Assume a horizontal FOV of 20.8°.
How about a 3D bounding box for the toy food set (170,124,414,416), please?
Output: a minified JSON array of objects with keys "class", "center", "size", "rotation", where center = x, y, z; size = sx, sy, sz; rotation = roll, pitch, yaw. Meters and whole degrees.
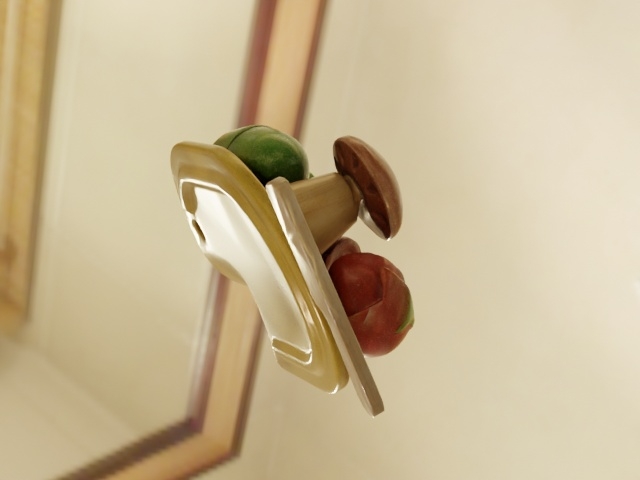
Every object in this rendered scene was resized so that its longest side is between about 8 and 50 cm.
[{"class":"toy food set","center":[0.000,0.000,0.813],"size":[0.071,0.128,0.218],"rotation":[-29,-165,-14]}]
